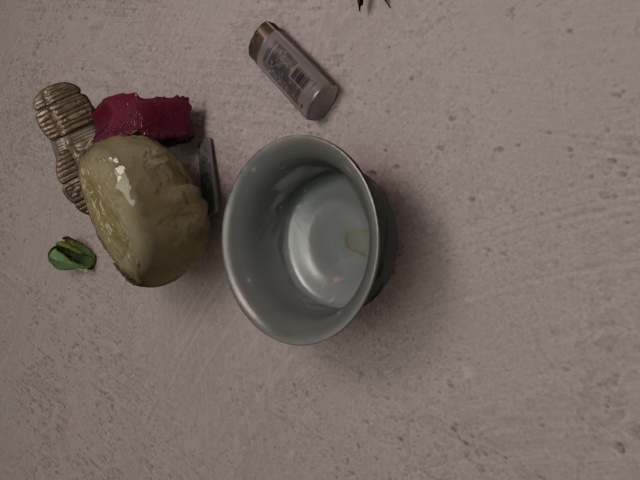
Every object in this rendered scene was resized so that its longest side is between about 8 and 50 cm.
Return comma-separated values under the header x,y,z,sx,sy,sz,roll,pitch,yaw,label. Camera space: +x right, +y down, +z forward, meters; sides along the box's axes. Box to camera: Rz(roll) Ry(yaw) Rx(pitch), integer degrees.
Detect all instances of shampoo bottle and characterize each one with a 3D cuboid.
x,y,z,sx,sy,sz,roll,pitch,yaw,label
-0.059,-0.335,1.083,0.227,0.055,0.086,51,121,27,shampoo bottle

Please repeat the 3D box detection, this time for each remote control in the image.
x,y,z,sx,sy,sz,roll,pitch,yaw,label
-0.255,-0.144,1.265,0.049,0.027,0.184,-19,74,41,remote control

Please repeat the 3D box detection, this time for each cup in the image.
x,y,z,sx,sy,sz,roll,pitch,yaw,label
0.000,0.000,0.970,0.346,0.163,0.348,0,89,39,cup

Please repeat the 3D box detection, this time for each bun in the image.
x,y,z,sx,sy,sz,roll,pitch,yaw,label
-0.367,-0.073,1.196,0.359,0.210,0.360,36,141,36,bun

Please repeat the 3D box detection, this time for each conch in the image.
x,y,z,sx,sy,sz,roll,pitch,yaw,label
-0.725,0.039,1.619,0.170,0.079,0.106,6,100,23,conch

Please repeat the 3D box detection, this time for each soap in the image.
x,y,z,sx,sy,sz,roll,pitch,yaw,label
-0.439,-0.268,1.311,0.289,0.182,0.112,-2,90,55,soap

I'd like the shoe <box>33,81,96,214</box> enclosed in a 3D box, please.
x,y,z,sx,sy,sz,roll,pitch,yaw,label
-0.625,-0.240,1.488,0.198,0.171,0.351,-162,54,-73,shoe

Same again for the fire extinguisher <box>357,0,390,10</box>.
x,y,z,sx,sy,sz,roll,pitch,yaw,label
0.143,-0.484,0.907,0.252,0.075,0.107,-26,75,36,fire extinguisher
